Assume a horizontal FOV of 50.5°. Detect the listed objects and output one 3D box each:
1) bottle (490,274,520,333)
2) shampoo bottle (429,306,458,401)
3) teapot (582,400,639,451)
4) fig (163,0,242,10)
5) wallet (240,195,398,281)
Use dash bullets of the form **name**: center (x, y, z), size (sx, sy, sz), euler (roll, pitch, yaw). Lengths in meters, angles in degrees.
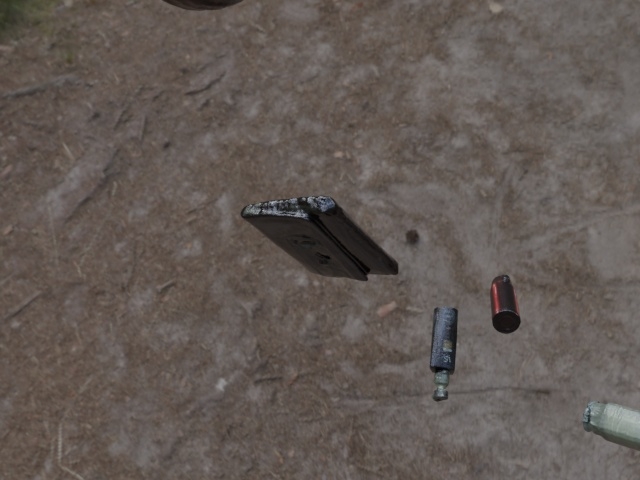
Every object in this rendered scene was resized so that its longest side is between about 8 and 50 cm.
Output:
- **bottle**: center (0.383, 0.126, 1.416), size (0.060, 0.060, 0.164), euler (-3, 24, 12)
- **shampoo bottle**: center (0.275, 0.254, 1.522), size (0.057, 0.063, 0.208), euler (6, 66, 7)
- **teapot**: center (0.644, 0.389, 1.374), size (0.200, 0.107, 0.077), euler (8, 63, 51)
- **fig**: center (-0.196, -0.352, 0.682), size (0.217, 0.217, 0.320), euler (34, 31, 34)
- **wallet**: center (0.000, 0.000, 1.076), size (0.181, 0.229, 0.049), euler (0, 64, 33)
